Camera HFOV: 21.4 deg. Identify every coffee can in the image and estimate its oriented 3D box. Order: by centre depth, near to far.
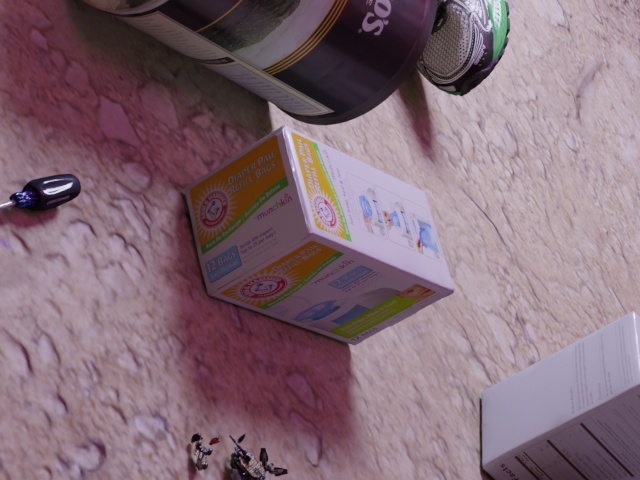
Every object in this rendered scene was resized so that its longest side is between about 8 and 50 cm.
[{"bbox_3d":[-0.058,-0.237,1.447,0.275,0.201,0.201,24,42,-49],"label":"coffee can"}]

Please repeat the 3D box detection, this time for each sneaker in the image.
[{"bbox_3d":[0.086,-0.302,1.883,0.146,0.134,0.343,5,49,-51],"label":"sneaker"}]

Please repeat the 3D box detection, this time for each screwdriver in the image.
[{"bbox_3d":[-0.215,-0.024,1.148,0.024,0.025,0.170,60,25,3],"label":"screwdriver"}]

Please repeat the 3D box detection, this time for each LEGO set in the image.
[{"bbox_3d":[-0.063,0.164,1.227,0.083,0.023,0.054,31,33,-22],"label":"LEGO set"}]

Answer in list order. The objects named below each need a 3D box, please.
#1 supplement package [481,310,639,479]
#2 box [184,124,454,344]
[{"bbox_3d":[0.251,0.168,1.585,0.105,0.179,0.105,44,30,-27],"label":"supplement package"},{"bbox_3d":[0.000,0.000,1.396,0.203,0.114,0.103,23,45,-50],"label":"box"}]
